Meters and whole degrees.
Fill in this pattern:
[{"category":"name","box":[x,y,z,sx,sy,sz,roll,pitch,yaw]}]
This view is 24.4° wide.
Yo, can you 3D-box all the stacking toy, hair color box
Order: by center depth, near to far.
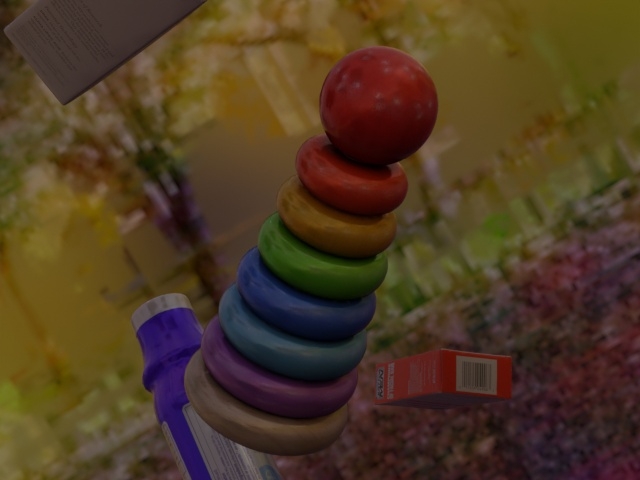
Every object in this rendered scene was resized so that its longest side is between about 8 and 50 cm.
[{"category":"stacking toy","box":[0.000,0.000,1.156,0.141,0.141,0.330,-37,-31,-61]},{"category":"hair color box","box":[0.139,0.162,1.703,0.093,0.053,0.167,8,-15,-23]}]

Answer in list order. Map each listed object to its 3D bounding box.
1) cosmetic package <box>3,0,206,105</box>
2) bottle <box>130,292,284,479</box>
[{"category":"cosmetic package","box":[-0.269,-0.376,2.189,0.385,0.156,0.217,-29,15,43]},{"category":"bottle","box":[-0.111,0.186,1.487,0.092,0.283,0.118,-27,-26,0]}]
